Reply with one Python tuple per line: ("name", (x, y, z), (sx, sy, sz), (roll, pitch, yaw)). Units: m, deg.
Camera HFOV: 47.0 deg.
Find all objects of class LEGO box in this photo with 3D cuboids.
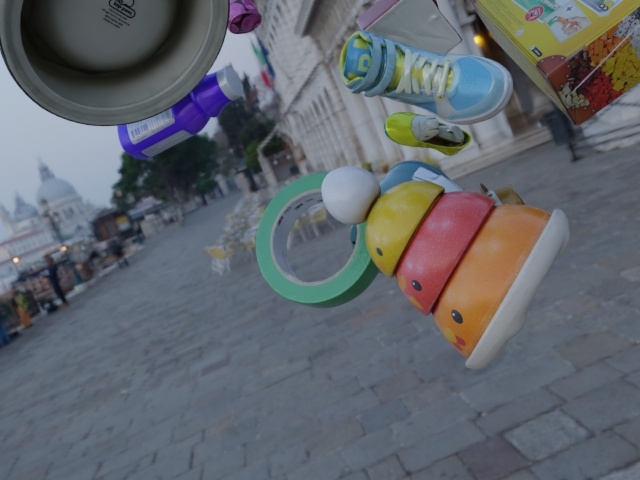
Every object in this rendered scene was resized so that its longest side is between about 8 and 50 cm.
("LEGO box", (0.655, -0.584, 1.870), (0.372, 0.193, 0.500), (-36, 40, 15))

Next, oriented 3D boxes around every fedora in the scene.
("fedora", (0.519, -0.100, 2.044), (0.079, 0.194, 0.194), (-36, 3, 15))

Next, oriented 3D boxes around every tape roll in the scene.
("tape roll", (0.000, 0.000, 1.773), (0.321, 0.322, 0.077), (-20, -22, 19))

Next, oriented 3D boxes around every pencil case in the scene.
("pencil case", (-0.205, -0.600, 1.806), (0.098, 0.210, 0.095), (7, -34, -42))

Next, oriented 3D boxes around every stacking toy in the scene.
("stacking toy", (0.210, 0.000, 1.467), (0.351, 0.479, 0.351), (-54, -15, -22))

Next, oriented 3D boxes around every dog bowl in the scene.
("dog bowl", (-0.378, -0.415, 1.317), (0.407, 0.408, 0.150), (-24, 50, -16))

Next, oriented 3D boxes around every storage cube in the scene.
("storage cube", (0.222, -0.539, 1.894), (0.215, 0.184, 0.193), (-36, 20, 13))

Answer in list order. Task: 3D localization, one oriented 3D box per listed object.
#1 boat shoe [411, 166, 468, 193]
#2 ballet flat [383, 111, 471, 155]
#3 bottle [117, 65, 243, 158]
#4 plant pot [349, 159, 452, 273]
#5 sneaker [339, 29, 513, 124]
("boat shoe", (0.291, -0.102, 1.785), (0.094, 0.109, 0.302), (-59, 17, 6))
("ballet flat", (0.237, -0.233, 1.572), (0.230, 0.077, 0.077), (9, -14, -41))
("bottle", (-0.291, -0.270, 1.528), (0.282, 0.118, 0.092), (-23, -25, 23))
("plant pot", (0.222, -0.045, 2.052), (0.271, 0.272, 0.255), (-14, 21, 49))
("sneaker", (0.160, -0.288, 1.293), (0.208, 0.127, 0.319), (4, 11, -44))
